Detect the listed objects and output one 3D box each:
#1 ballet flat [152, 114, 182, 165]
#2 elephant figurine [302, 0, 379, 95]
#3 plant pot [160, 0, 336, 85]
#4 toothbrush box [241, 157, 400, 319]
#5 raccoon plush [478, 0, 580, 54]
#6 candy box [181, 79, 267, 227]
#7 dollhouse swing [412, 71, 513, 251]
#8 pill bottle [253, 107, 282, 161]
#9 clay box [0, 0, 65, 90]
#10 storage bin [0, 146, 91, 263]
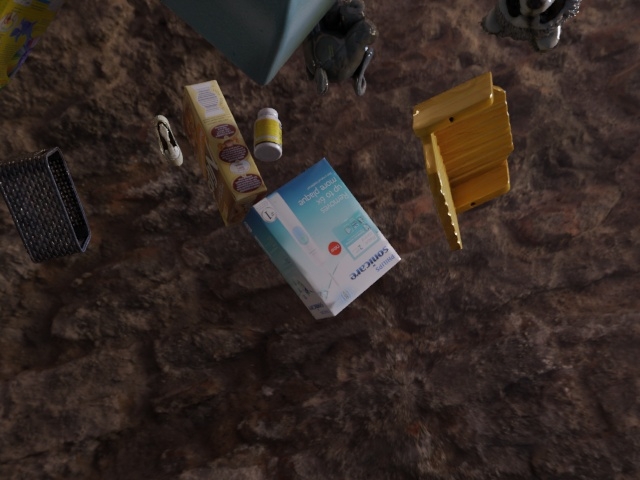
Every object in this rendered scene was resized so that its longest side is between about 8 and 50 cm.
[{"bbox_3d":[-0.464,-0.295,1.466,0.057,0.168,0.052,-24,-148,-11],"label":"ballet flat"},{"bbox_3d":[0.049,-0.384,1.009,0.186,0.239,0.169,-33,-98,6],"label":"elephant figurine"},{"bbox_3d":[-0.083,-0.438,0.721,0.248,0.252,0.247,39,-104,-13],"label":"plant pot"},{"bbox_3d":[0.000,0.000,1.108,0.216,0.126,0.295,-36,-88,-22],"label":"toothbrush box"},{"bbox_3d":[0.518,-0.585,1.001,0.216,0.299,0.447,39,-126,24],"label":"raccoon plush"},{"bbox_3d":[-0.248,-0.211,1.211,0.088,0.183,0.316,-21,-101,-23],"label":"candy box"},{"bbox_3d":[0.424,-0.196,1.317,0.316,0.346,0.304,-24,-139,7],"label":"dollhouse swing"},{"bbox_3d":[-0.122,-0.247,1.121,0.065,0.065,0.116,-7,-116,8],"label":"pill bottle"},{"bbox_3d":[-0.453,-0.301,0.684,0.053,0.127,0.222,41,-79,-14],"label":"clay box"},{"bbox_3d":[-0.486,-0.064,0.859,0.085,0.122,0.180,-15,-68,-13],"label":"storage bin"}]
